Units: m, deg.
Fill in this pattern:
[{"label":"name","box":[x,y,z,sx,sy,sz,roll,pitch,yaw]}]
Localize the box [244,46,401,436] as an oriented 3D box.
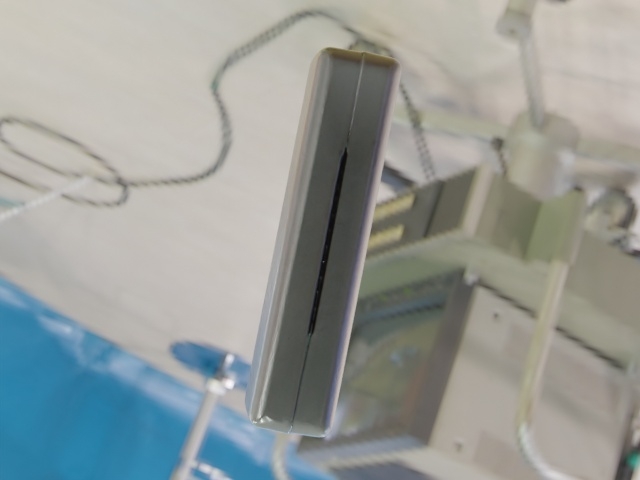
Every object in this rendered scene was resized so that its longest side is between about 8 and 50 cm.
[{"label":"box","box":[0.000,0.000,1.000,0.055,0.244,0.103,10,-178,-5]}]
